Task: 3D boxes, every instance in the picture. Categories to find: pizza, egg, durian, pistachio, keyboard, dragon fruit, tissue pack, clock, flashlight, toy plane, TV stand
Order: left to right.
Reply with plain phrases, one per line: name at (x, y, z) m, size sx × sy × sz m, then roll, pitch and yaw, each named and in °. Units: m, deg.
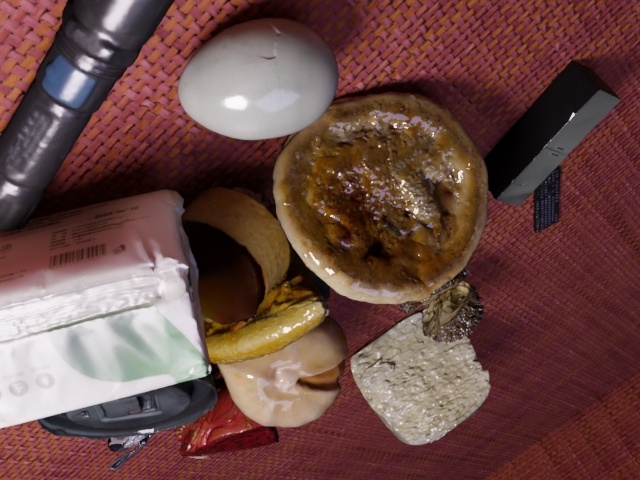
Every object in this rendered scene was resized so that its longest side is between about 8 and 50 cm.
flashlight at (-0.306, -0.168, 0.976) m, size 0.103 × 0.103 × 0.424 m, roll 10°, pitch 131°, yaw -44°
tissue pack at (-0.333, 0.084, 1.067) m, size 0.356 × 0.266 × 0.194 m, roll -14°, pitch 118°, yaw -6°
clock at (-0.350, 0.281, 1.488) m, size 0.324 × 0.067 × 0.325 m, roll -9°, pitch 151°, yaw -5°
toy plane at (-0.365, 0.382, 1.679) m, size 0.197 × 0.078 × 0.053 m, roll -37°, pitch 146°, yaw -16°
dragon fruit at (-0.206, 0.360, 1.707) m, size 0.204 × 0.152 × 0.317 m, roll -15°, pitch 161°, yaw -6°
pizza at (-0.119, 0.133, 1.361) m, size 0.258 × 0.268 × 0.087 m, roll -43°, pitch 117°, yaw 4°
egg at (-0.079, -0.205, 1.048) m, size 0.209 × 0.151 × 0.151 m, roll -13°, pitch 144°, yaw -14°
pistachio at (-0.065, 0.229, 1.510) m, size 0.230 × 0.230 × 0.309 m, roll -39°, pitch 172°, yaw 13°
durian at (0.249, 0.122, 1.720) m, size 0.166 × 0.196 × 0.196 m, roll -24°, pitch 147°, yaw 10°
TV stand at (0.408, -0.189, 1.490) m, size 0.082 × 0.088 × 0.269 m, roll 7°, pitch 131°, yaw -42°
keyboard at (0.486, -0.084, 1.751) m, size 0.061 × 0.013 × 0.204 m, roll -28°, pitch 146°, yaw -4°

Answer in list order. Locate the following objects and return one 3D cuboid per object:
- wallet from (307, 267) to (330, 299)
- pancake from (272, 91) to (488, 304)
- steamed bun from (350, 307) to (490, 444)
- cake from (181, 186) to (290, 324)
wallet at (-0.119, 0.123, 1.561) m, size 0.285 × 0.030 × 0.146 m, roll -24°, pitch 144°, yaw -8°
pancake at (0.106, -0.068, 1.250) m, size 0.356 × 0.356 × 0.065 m, roll -16°, pitch -178°, yaw -19°
steamed bun at (0.246, 0.353, 1.926) m, size 0.290 × 0.272 × 0.273 m, roll -23°, pitch 147°, yaw -4°
cake at (-0.130, 0.004, 1.280) m, size 0.178 × 0.185 × 0.208 m, roll -45°, pitch 141°, yaw -49°
